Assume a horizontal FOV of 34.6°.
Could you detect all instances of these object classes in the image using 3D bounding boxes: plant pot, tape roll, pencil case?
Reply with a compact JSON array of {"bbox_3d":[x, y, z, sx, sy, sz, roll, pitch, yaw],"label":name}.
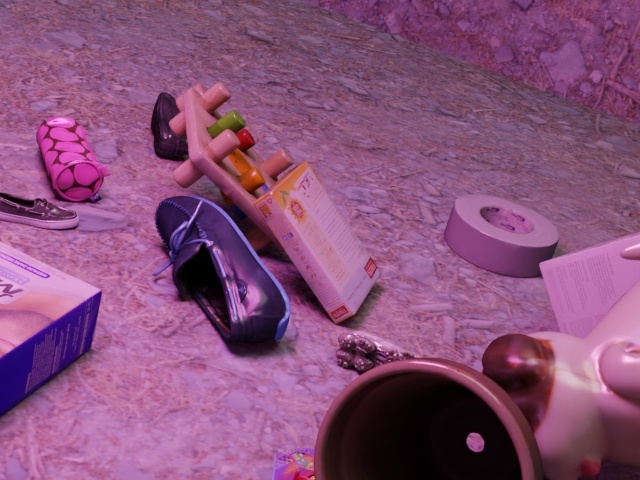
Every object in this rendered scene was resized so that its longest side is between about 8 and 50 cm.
[{"bbox_3d":[0.158,0.261,1.235,0.263,0.263,0.229,28,13,24],"label":"plant pot"},{"bbox_3d":[0.360,-0.012,2.046,0.219,0.072,0.219,13,25,-6],"label":"tape roll"},{"bbox_3d":[-0.451,-0.152,1.859,0.098,0.095,0.209,-29,41,-7],"label":"pencil case"}]

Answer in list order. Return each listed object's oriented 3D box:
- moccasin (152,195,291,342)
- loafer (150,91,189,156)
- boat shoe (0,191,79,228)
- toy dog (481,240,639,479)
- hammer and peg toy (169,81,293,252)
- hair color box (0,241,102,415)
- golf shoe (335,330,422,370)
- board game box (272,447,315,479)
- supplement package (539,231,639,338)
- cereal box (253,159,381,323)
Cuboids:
[{"bbox_3d":[-0.177,0.032,1.595,0.116,0.138,0.342,-12,36,-36],"label":"moccasin"},{"bbox_3d":[-0.306,-0.237,2.130,0.078,0.076,0.223,11,31,-20],"label":"loafer"},{"bbox_3d":[-0.470,-0.050,1.701,0.142,0.040,0.049,7,27,-15],"label":"boat shoe"},{"bbox_3d":[0.413,0.177,1.380,0.407,0.285,0.396,-21,60,0],"label":"toy dog"},{"bbox_3d":[-0.149,-0.155,1.855,0.266,0.127,0.361,46,16,-31],"label":"hammer and peg toy"},{"bbox_3d":[-0.449,0.129,1.288,0.185,0.110,0.339,23,29,13],"label":"hair color box"},{"bbox_3d":[0.114,0.177,1.549,0.176,0.069,0.086,25,22,17],"label":"golf shoe"},{"bbox_3d":[0.007,0.302,1.276,0.133,0.033,0.169,13,27,-6],"label":"board game box"},{"bbox_3d":[0.542,0.084,1.673,0.198,0.199,0.262,-13,-5,-45],"label":"supplement package"},{"bbox_3d":[0.000,0.000,1.699,0.240,0.047,0.173,57,28,-8],"label":"cereal box"}]
